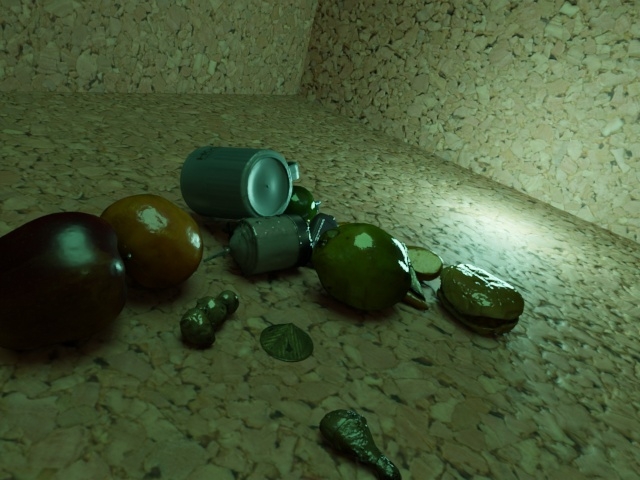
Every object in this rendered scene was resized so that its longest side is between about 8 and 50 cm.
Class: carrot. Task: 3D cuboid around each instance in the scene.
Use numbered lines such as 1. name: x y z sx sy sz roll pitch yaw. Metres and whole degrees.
1. carrot: 0.239 0.154 1.633 0.062 0.066 0.271 -44 57 -16

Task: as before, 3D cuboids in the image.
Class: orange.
1. orange: -0.452 0.001 1.310 0.284 0.284 0.226 24 69 17

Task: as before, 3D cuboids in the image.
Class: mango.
1. mango: 0.335 0.080 1.781 0.217 0.102 0.141 20 52 17

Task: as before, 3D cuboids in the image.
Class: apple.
1. apple: -0.576 0.087 1.074 0.317 0.288 0.288 -21 40 -20

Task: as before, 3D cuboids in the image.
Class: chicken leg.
1. chicken leg: 0.088 0.425 1.015 0.198 0.069 0.085 37 35 24

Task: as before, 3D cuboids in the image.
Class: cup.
1. cup: -0.264 -0.190 1.721 0.311 0.257 0.331 10 -1 38

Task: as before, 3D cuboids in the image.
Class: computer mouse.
1. computer mouse: -0.001 0.001 1.729 0.120 0.057 0.232 34 47 -16

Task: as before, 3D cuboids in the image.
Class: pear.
1. pear: 0.128 0.080 1.504 0.321 0.269 0.269 19 24 -19

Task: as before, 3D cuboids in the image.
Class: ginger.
1. ginger: -0.280 0.191 1.255 0.104 0.080 0.204 49 29 -6

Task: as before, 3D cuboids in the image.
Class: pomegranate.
1. pomegranate: -0.087 -0.094 1.825 0.187 0.187 0.225 -16 64 -46

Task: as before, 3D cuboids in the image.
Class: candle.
1. candle: -0.195 0.017 1.529 0.330 0.187 0.187 -8 35 -35

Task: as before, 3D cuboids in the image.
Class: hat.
1. hat: -0.081 0.240 1.276 0.146 0.067 0.146 12 27 -6

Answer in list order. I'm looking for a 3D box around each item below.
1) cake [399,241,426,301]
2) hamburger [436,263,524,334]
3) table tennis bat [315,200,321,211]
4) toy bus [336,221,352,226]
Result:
1. cake: 0.267 0.118 1.669 0.116 0.086 0.220 -21 63 11
2. hamburger: 0.526 0.183 1.633 0.259 0.145 0.283 -11 31 -37
3. table tennis bat: -0.047 -0.146 2.098 0.100 0.019 0.155 27 30 22
4. toy bus: 0.058 -0.034 1.880 0.162 0.070 0.074 -4 32 -36
